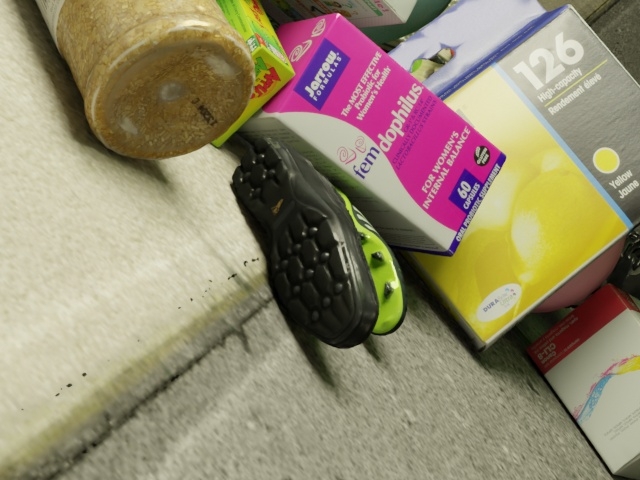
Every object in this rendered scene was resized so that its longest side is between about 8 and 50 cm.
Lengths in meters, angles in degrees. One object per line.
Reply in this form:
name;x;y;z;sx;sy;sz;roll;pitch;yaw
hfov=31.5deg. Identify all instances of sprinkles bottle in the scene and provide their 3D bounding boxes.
sprinkles bottle;-0.167;-0.218;0.851;0.121;0.121;0.355;27;27;-51

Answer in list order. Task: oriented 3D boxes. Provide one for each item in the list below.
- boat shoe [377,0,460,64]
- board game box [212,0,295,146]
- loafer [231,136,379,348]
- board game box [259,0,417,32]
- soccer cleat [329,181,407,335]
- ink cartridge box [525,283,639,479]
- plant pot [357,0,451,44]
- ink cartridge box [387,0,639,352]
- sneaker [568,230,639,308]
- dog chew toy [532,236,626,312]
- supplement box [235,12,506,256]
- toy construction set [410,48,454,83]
boat shoe;0.084;-0.354;1.655;0.500;0.186;0.156;29;-8;-5
board game box;-0.090;-0.171;0.988;0.043;0.092;0.181;36;20;-39
loafer;0.000;0.000;0.856;0.078;0.076;0.223;26;23;-36
board game box;-0.064;-0.297;1.067;0.224;0.097;0.303;37;-14;-33
soccer cleat;0.035;0.015;0.948;0.072;0.060;0.179;34;19;-44
ink cartridge box;0.347;0.162;1.277;0.128;0.127;0.176;25;28;-55
plant pot;0.001;-0.351;1.386;0.290;0.290;0.195;49;53;3
ink cartridge box;0.183;-0.098;1.165;0.307;0.304;0.072;51;-9;6
sneaker;0.380;0.022;1.490;0.283;0.107;0.124;-4;-70;58
dog chew toy;0.261;-0.016;1.362;0.206;0.207;0.332;52;9;12
supplement box;0.040;-0.091;1.019;0.220;0.111;0.114;35;-13;-25
toy construction set;0.186;-0.156;1.505;0.327;0.151;0.215;67;1;-50
